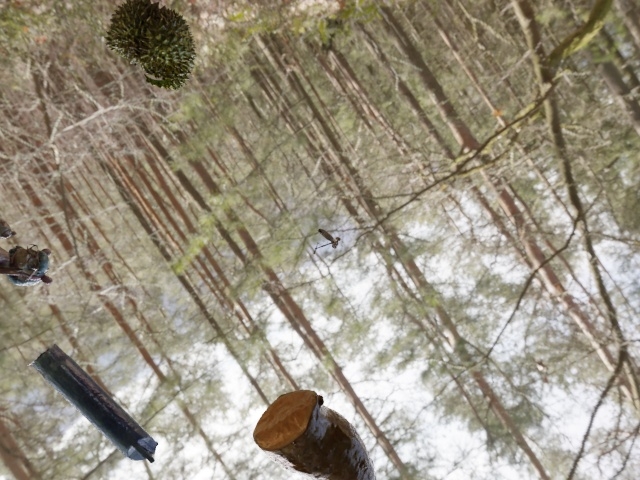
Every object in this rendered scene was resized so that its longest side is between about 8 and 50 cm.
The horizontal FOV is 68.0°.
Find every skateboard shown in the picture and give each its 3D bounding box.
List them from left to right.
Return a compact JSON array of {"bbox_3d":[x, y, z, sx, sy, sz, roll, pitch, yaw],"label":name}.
[{"bbox_3d":[0.000,0.000,1.087,0.083,0.064,0.032,-22,144,-54],"label":"skateboard"}]

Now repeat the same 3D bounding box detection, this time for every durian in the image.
[{"bbox_3d":[-0.412,-0.492,1.172,0.200,0.236,0.176,-24,159,-42],"label":"durian"}]

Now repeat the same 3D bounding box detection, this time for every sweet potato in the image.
[{"bbox_3d":[0.029,0.383,0.824,0.131,0.336,0.131,-29,-150,19],"label":"sweet potato"}]

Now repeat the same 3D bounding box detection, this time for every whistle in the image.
[{"bbox_3d":[-0.441,0.332,0.939,0.062,0.304,0.062,-41,-172,7],"label":"whistle"}]

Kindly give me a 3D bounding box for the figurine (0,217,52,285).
[{"bbox_3d":[-0.814,0.033,1.185,0.103,0.205,0.260,-43,147,20],"label":"figurine"}]
